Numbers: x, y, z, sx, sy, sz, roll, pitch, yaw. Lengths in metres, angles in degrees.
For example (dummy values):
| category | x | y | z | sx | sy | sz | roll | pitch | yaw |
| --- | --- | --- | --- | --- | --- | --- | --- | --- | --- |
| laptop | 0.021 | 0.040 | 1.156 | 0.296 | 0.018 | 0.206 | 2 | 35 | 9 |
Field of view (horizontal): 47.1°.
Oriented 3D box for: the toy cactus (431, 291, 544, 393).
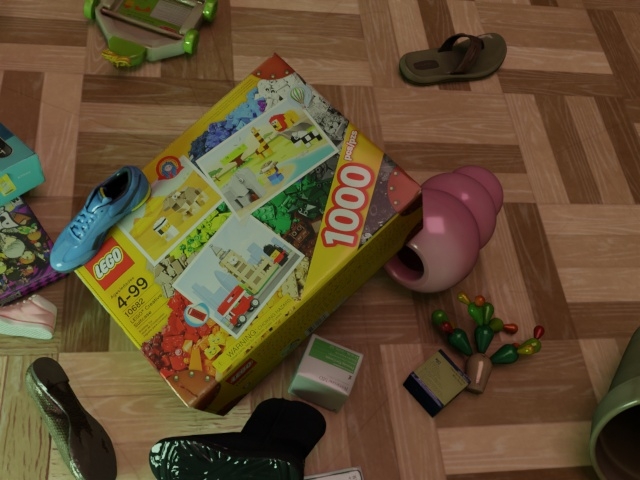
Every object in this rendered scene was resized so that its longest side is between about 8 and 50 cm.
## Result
| category | x | y | z | sx | sy | sz | roll | pitch | yaw |
| --- | --- | --- | --- | --- | --- | --- | --- | --- | --- |
| toy cactus | 0.315 | 0.200 | 1.394 | 0.219 | 0.112 | 0.181 | 20 | 66 | -9 |

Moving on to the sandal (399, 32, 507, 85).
| category | x | y | z | sx | sy | sz | roll | pitch | yaw |
| --- | --- | --- | --- | --- | --- | --- | --- | --- | --- |
| sandal | 0.338 | -0.455 | 1.806 | 0.302 | 0.086 | 0.120 | -19 | 64 | -21 |

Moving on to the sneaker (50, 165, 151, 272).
| category | x | y | z | sx | sy | sz | roll | pitch | yaw |
| --- | --- | --- | --- | --- | --- | --- | --- | --- | --- |
| sneaker | -0.362 | -0.039 | 1.168 | 0.069 | 0.082 | 0.209 | 42 | 84 | 17 |

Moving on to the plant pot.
| category | x | y | z | sx | sy | sz | roll | pitch | yaw |
| --- | --- | --- | --- | --- | --- | --- | --- | --- | --- |
| plant pot | 0.651 | 0.286 | 1.305 | 0.323 | 0.323 | 0.280 | 23 | 40 | 4 |

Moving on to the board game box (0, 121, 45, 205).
| category | x | y | z | sx | sy | sz | roll | pitch | yaw |
| --- | --- | --- | --- | --- | --- | --- | --- | --- | --- |
| board game box | -0.731 | -0.117 | 1.355 | 0.253 | 0.079 | 0.336 | 37 | 56 | 25 |

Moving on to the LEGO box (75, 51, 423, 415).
| category | x | y | z | sx | sy | sz | roll | pitch | yaw |
| --- | --- | --- | --- | --- | --- | --- | --- | --- | --- |
| LEGO box | -0.126 | -0.010 | 1.267 | 0.500 | 0.193 | 0.372 | -43 | 72 | -6 |

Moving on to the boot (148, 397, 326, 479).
| category | x | y | z | sx | sy | sz | roll | pitch | yaw |
| --- | --- | --- | --- | --- | --- | --- | --- | --- | --- |
| boot | -0.125 | 0.327 | 1.184 | 0.246 | 0.207 | 0.094 | 2 | 101 | 9 |

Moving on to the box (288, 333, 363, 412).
| category | x | y | z | sx | sy | sz | roll | pitch | yaw |
| --- | --- | --- | --- | --- | --- | --- | --- | --- | --- |
| box | 0.008 | 0.236 | 1.298 | 0.101 | 0.102 | 0.087 | 23 | 59 | 2 |

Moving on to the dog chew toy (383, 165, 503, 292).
| category | x | y | z | sx | sy | sz | roll | pitch | yaw |
| --- | --- | --- | --- | --- | --- | --- | --- | --- | --- |
| dog chew toy | 0.256 | -0.042 | 1.472 | 0.206 | 0.207 | 0.332 | 39 | 52 | 13 |

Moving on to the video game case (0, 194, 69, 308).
| category | x | y | z | sx | sy | sz | roll | pitch | yaw |
| --- | --- | --- | --- | --- | --- | --- | --- | --- | --- |
| video game case | -0.613 | 0.030 | 1.337 | 0.232 | 0.042 | 0.210 | -29 | 67 | -26 |

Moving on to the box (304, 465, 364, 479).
| category | x | y | z | sx | sy | sz | roll | pitch | yaw |
| --- | --- | --- | --- | --- | --- | --- | --- | --- | --- |
| box | -0.062 | 0.468 | 1.147 | 0.290 | 0.087 | 0.169 | -7 | 60 | -16 |

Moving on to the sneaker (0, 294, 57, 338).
| category | x | y | z | sx | sy | sz | roll | pitch | yaw |
| --- | --- | --- | --- | --- | --- | --- | --- | --- | --- |
| sneaker | -0.529 | 0.127 | 1.289 | 0.134 | 0.051 | 0.070 | 11 | 55 | -8 |

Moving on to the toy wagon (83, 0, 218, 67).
| category | x | y | z | sx | sy | sz | roll | pitch | yaw |
| --- | --- | --- | --- | --- | --- | --- | --- | --- | --- |
| toy wagon | -0.407 | -0.510 | 1.704 | 0.267 | 0.068 | 0.344 | 19 | 57 | 1 |

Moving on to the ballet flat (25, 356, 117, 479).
| category | x | y | z | sx | sy | sz | roll | pitch | yaw |
| --- | --- | --- | --- | --- | --- | --- | --- | --- | --- |
| ballet flat | -0.414 | 0.305 | 1.202 | 0.250 | 0.058 | 0.084 | 53 | 28 | 15 |

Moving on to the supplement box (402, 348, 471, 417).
| category | x | y | z | sx | sy | sz | roll | pitch | yaw |
| --- | --- | --- | --- | --- | --- | --- | --- | --- | --- |
| supplement box | 0.214 | 0.262 | 1.350 | 0.083 | 0.056 | 0.083 | -34 | 70 | -27 |
